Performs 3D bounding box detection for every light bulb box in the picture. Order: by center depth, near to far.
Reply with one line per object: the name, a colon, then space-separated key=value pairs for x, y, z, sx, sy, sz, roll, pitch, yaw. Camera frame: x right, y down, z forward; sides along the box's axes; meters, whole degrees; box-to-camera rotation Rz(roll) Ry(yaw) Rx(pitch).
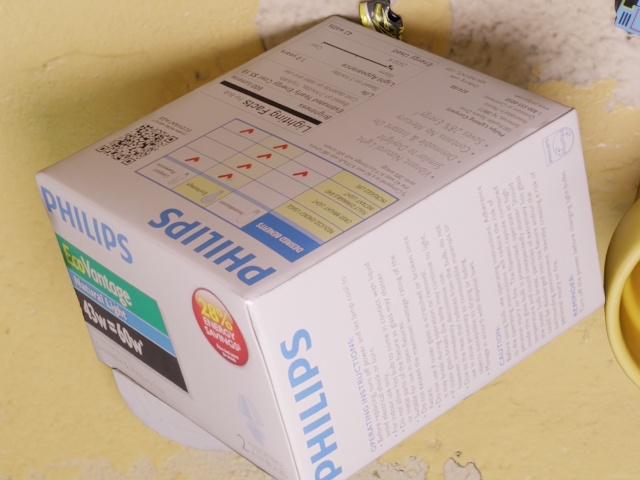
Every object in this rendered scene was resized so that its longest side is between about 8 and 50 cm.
light bulb box: x=0.000 y=0.000 z=1.762 sx=0.361 sy=0.358 sz=0.225 roll=-31 pitch=125 yaw=-25

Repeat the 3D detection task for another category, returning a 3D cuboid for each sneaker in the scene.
sneaker: x=0.069 y=-0.200 z=1.897 sx=0.035 sy=0.031 sz=0.083 roll=-22 pitch=118 yaw=21

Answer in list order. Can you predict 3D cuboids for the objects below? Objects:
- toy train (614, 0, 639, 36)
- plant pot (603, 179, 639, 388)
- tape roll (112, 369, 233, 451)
toy train: x=0.345 y=-0.260 z=1.790 sx=0.105 sy=0.080 sz=0.184 roll=21 pitch=124 yaw=1
plant pot: x=0.393 y=0.004 z=1.857 sx=0.254 sy=0.239 sz=0.254 roll=2 pitch=125 yaw=3
tape roll: x=-0.115 y=0.126 z=2.120 sx=0.219 sy=0.072 sz=0.219 roll=4 pitch=125 yaw=5
